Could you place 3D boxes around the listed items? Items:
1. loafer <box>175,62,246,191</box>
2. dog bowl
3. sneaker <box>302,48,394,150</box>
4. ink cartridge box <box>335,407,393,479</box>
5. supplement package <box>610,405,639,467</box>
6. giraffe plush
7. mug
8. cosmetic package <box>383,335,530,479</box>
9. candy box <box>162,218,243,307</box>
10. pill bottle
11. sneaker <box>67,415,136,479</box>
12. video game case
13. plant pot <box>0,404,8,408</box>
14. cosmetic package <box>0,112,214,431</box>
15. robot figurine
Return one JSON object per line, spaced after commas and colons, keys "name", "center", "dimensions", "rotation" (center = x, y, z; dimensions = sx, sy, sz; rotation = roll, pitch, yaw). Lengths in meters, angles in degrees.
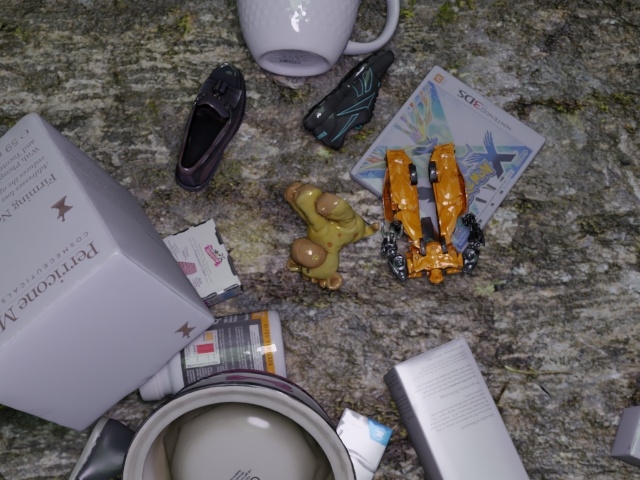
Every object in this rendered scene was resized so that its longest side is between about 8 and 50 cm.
{"name": "loafer", "center": [-0.233, -0.254, 1.734], "dimensions": [0.109, 0.095, 0.302], "rotation": [17, 75, 3]}
{"name": "dog bowl", "center": [-0.138, 0.413, 1.449], "dimensions": [0.408, 0.150, 0.408], "rotation": [0, 104, 2]}
{"name": "sneaker", "center": [0.078, -0.311, 1.774], "dimensions": [0.106, 0.101, 0.267], "rotation": [46, 76, -12]}
{"name": "ink cartridge box", "center": [0.058, 0.430, 1.568], "dimensions": [0.104, 0.060, 0.180], "rotation": [24, 76, 5]}
{"name": "supplement package", "center": [0.678, 0.403, 1.569], "dimensions": [0.179, 0.105, 0.105], "rotation": [22, 75, 4]}
{"name": "giraffe plush", "center": [0.000, 0.000, 1.655], "dimensions": [0.210, 0.181, 0.170], "rotation": [31, 85, -28]}
{"name": "mug", "center": [-0.001, -0.528, 1.744], "dimensions": [0.374, 0.276, 0.328], "rotation": [7, 81, -21]}
{"name": "cosmetic package", "center": [0.262, 0.387, 1.517], "dimensions": [0.155, 0.197, 0.365], "rotation": [-22, 78, -8]}
{"name": "candy box", "center": [-0.295, 0.075, 1.653], "dimensions": [0.233, 0.071, 0.159], "rotation": [-22, 74, -7]}
{"name": "pill bottle", "center": [-0.208, 0.228, 1.566], "dimensions": [0.278, 0.162, 0.162], "rotation": [-6, 75, -4]}
{"name": "sneaker", "center": [-0.409, 0.458, 1.537], "dimensions": [0.118, 0.083, 0.222], "rotation": [20, 74, 4]}
{"name": "video game case", "center": [0.278, -0.180, 1.757], "dimensions": [0.300, 0.036, 0.329], "rotation": [36, 77, 8]}
{"name": "plant pot", "center": [-0.675, 0.235, 1.526], "dimensions": [0.207, 0.227, 0.228], "rotation": [-40, 79, -4]}
{"name": "cosmetic package", "center": [-0.466, 0.060, 1.437], "dimensions": [0.329, 0.327, 0.393], "rotation": [-40, 57, 0]}
{"name": "robot figurine", "center": [0.221, -0.049, 1.657], "dimensions": [0.211, 0.085, 0.291], "rotation": [-6, 79, 2]}
